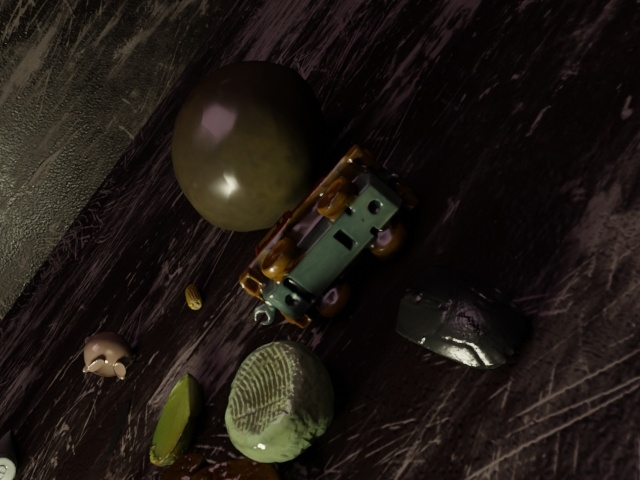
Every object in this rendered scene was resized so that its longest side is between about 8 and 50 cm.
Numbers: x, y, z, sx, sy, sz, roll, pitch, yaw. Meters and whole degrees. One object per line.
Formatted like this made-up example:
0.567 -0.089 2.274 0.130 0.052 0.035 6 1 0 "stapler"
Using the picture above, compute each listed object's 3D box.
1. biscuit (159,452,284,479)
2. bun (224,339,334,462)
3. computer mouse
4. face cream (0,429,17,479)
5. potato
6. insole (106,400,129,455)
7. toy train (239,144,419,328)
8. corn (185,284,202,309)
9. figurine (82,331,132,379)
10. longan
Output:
-0.207 0.469 0.977 0.367 0.063 0.314 -25 31 6 "biscuit"
-0.060 0.258 1.023 0.195 0.118 0.195 -28 43 30 "bun"
0.183 0.103 0.889 0.122 0.073 0.217 -58 29 -6 "computer mouse"
-0.953 0.650 1.898 0.314 0.089 0.143 -9 53 60 "face cream"
-0.278 0.362 1.284 0.119 0.054 0.198 -39 29 24 "potato"
-0.479 0.445 1.523 0.045 0.002 0.135 -29 38 37 "insole"
0.000 0.000 1.170 0.369 0.163 0.231 -48 22 9 "toy train"
-0.311 0.137 1.574 0.037 0.037 0.092 -51 27 5 "corn"
-0.548 0.296 1.657 0.125 0.125 0.138 -53 28 2 "figurine"
-0.156 -0.212 1.433 0.404 0.336 0.404 -167 90 -90 "longan"
